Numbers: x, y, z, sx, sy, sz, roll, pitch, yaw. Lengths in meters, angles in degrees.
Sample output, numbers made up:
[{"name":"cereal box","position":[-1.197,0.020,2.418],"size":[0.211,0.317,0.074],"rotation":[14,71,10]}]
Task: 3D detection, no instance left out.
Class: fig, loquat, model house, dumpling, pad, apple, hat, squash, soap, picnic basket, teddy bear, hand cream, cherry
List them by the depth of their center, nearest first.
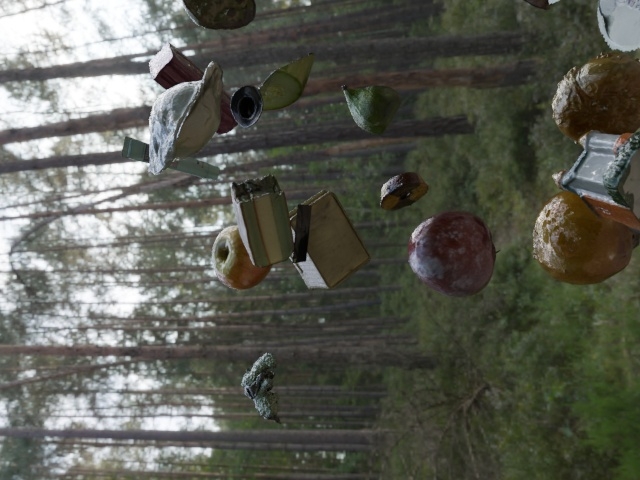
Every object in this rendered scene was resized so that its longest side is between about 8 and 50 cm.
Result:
[{"name":"model house","position":[0.751,-0.175,1.636],"size":[0.271,0.301,0.190],"rotation":[34,-94,-35]},{"name":"dumpling","position":[-0.375,-0.298,1.653],"size":[0.181,0.341,0.260],"rotation":[53,-151,-29]},{"name":"cherry","position":[0.367,0.037,1.700],"size":[0.213,0.286,0.236],"rotation":[122,140,-53]},{"name":"hat","position":[-0.204,-0.387,1.809],"size":[0.050,0.121,0.121],"rotation":[-15,-79,-64]},{"name":"teddy bear","position":[-0.180,0.445,1.871],"size":[0.133,0.111,0.213],"rotation":[122,143,-64]},{"name":"loquat","position":[0.837,-0.016,1.987],"size":[0.328,0.329,0.328],"rotation":[-3,-90,-75]},{"name":"squash","position":[-0.122,-0.522,2.005],"size":[0.204,0.237,0.155],"rotation":[7,-112,-34]},{"name":"pad","position":[-0.060,-0.022,2.045],"size":[0.116,0.004,0.193],"rotation":[-3,-82,-68]},{"name":"hand cream","position":[-0.509,-0.271,2.133],"size":[0.058,0.331,0.085],"rotation":[-40,42,54]},{"name":"picnic basket","position":[0.000,0.000,2.284],"size":[0.228,0.175,0.312],"rotation":[-36,-78,-25]},{"name":"soap","position":[-0.473,-0.570,2.383],"size":[0.359,0.128,0.233],"rotation":[38,-167,-34]},{"name":"fig","position":[0.184,-0.534,2.450],"size":[0.203,0.235,0.203],"rotation":[-63,0,0]},{"name":"apple","position":[-0.339,0.071,2.730],"size":[0.233,0.286,0.286],"rotation":[7,-101,-45]}]

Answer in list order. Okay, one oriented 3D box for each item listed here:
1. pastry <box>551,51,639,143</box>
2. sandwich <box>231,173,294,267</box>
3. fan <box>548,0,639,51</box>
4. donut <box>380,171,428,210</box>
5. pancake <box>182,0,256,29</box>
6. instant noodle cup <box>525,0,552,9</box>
[{"name":"pastry","position":[0.885,-0.450,1.955],"size":[0.315,0.285,0.184],"rotation":[-51,15,49]},{"name":"sandwich","position":[-0.178,-0.068,1.952],"size":[0.198,0.155,0.227],"rotation":[93,157,-56]},{"name":"fan","position":[0.583,-0.508,1.261],"size":[0.414,0.012,0.233],"rotation":[-123,34,-65]},{"name":"donut","position":[0.298,-0.181,2.273],"size":[0.166,0.184,0.073],"rotation":[3,-121,-34]},{"name":"pancake","position":[-0.390,-0.912,2.394],"size":[0.049,0.295,0.294],"rotation":[123,156,-58]},{"name":"instant noodle cup","position":[0.636,-0.787,1.758],"size":[0.207,0.217,0.217],"rotation":[-59,8,37]}]
